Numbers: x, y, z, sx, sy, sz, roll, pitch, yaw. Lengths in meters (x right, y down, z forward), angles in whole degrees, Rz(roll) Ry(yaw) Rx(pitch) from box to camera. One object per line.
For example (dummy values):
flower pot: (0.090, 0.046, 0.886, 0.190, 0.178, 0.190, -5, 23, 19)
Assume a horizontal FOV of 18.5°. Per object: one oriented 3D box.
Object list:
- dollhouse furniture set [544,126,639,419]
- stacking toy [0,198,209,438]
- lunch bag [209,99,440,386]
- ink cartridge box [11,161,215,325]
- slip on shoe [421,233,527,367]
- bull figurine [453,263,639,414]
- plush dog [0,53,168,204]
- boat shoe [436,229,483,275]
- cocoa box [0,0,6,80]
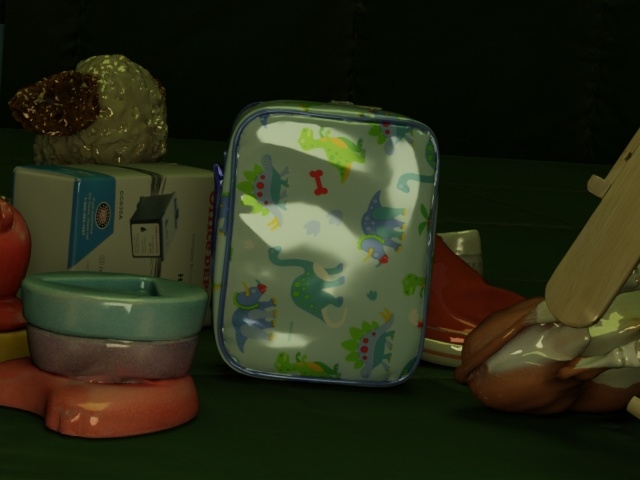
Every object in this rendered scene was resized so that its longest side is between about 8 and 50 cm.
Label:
dollhouse furniture set: (0.348, 0.097, 1.408, 0.303, 0.173, 0.355, 35, 4, 28)
stacking toy: (-0.248, 0.045, 1.378, 0.309, 0.130, 0.279, 11, 9, 40)
lunch bag: (0.000, 0.000, 1.537, 0.176, 0.219, 0.090, 4, 7, -5)
ink cartridge box: (-0.172, 0.007, 1.666, 0.082, 0.139, 0.191, 9, 9, 37)
slip on shoe: (0.068, 0.025, 1.696, 0.331, 0.101, 0.123, 24, 22, 17)
bull figurine: (0.245, 0.072, 1.523, 0.310, 0.101, 0.188, -11, -12, -43)
plush dog: (-0.204, -0.061, 1.831, 0.211, 0.225, 0.262, 7, 8, 14)
boat shoe: (0.053, 0.002, 2.022, 0.277, 0.096, 0.098, 10, 10, 35)
cocoa box: (-0.434, -0.137, 1.789, 0.231, 0.347, 0.228, 6, 7, 13)
